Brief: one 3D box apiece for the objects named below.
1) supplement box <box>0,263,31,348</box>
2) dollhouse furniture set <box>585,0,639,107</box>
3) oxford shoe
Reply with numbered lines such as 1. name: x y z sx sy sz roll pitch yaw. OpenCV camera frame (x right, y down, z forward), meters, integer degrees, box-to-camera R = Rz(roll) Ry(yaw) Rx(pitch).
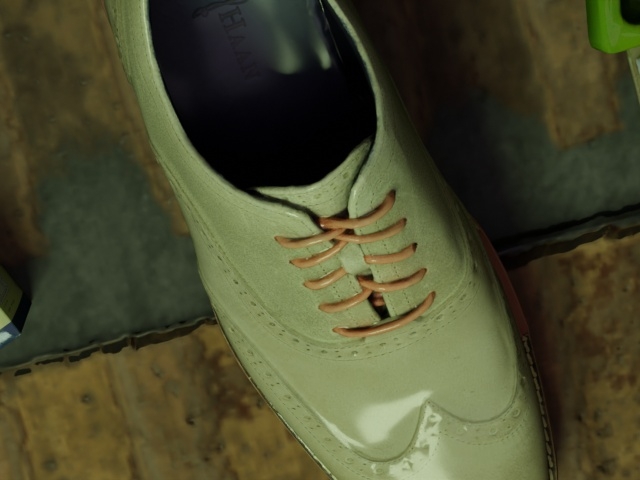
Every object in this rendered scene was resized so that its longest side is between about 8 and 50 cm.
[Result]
1. supplement box: -0.199 0.028 0.918 0.083 0.056 0.083 -35 103 5
2. dollhouse furniture set: 0.241 -0.075 0.793 0.197 0.301 0.151 -17 101 -2
3. oxford shoe: 0.000 0.000 0.877 0.140 0.146 0.397 -29 103 3
